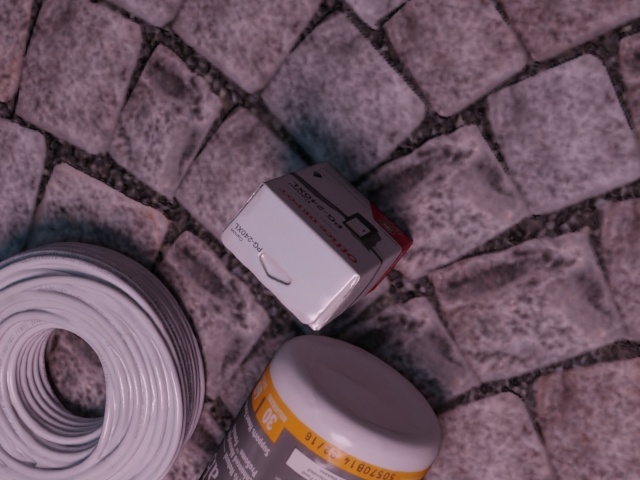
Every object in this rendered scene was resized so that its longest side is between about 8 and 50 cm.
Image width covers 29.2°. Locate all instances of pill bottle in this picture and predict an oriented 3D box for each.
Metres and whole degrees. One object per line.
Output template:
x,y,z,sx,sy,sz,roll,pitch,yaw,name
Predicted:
-0.028,0.233,1.058,0.162,0.162,0.278,35,109,11,pill bottle

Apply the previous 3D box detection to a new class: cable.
-0.234,0.131,1.152,0.257,0.089,0.257,46,110,6,cable

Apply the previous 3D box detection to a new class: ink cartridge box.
0.000,0.000,1.009,0.109,0.150,0.063,44,111,7,ink cartridge box
